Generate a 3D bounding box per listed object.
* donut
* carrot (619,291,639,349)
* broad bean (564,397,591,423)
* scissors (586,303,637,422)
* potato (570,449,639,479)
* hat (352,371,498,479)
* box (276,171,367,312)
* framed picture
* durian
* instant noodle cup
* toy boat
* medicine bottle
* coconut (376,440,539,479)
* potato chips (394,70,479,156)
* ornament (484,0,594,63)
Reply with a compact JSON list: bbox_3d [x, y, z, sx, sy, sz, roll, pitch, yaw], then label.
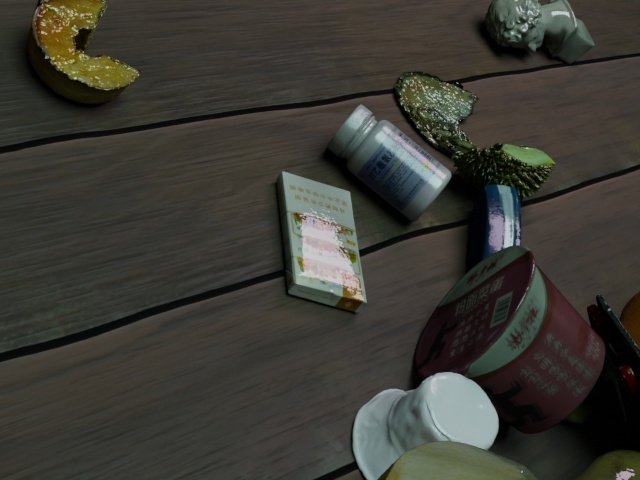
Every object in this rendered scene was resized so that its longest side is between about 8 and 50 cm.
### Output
[{"bbox_3d":[-0.350,-0.269,1.630,0.146,0.078,0.181,-10,66,-42],"label":"donut"},{"bbox_3d":[0.612,0.152,1.923,0.225,0.159,0.159,2,51,-55],"label":"carrot"},{"bbox_3d":[0.376,0.248,1.727,0.083,0.045,0.063,9,49,-42],"label":"broad bean"},{"bbox_3d":[0.438,0.199,1.716,0.247,0.017,0.144,63,5,-59],"label":"scissors"},{"bbox_3d":[0.406,0.382,1.535,0.251,0.159,0.174,-24,46,-39],"label":"potato"},{"bbox_3d":[0.151,0.250,1.484,0.203,0.126,0.203,19,47,-21],"label":"hat"},{"bbox_3d":[0.000,-0.001,1.678,0.122,0.032,0.220,17,43,-26],"label":"box"},{"bbox_3d":[0.493,0.215,1.720,0.244,0.013,0.324,58,5,22],"label":"framed picture"},{"bbox_3d":[0.309,-0.112,1.959,0.221,0.137,0.095,15,63,-51],"label":"durian"},{"bbox_3d":[0.272,0.149,1.612,0.178,0.235,0.234,40,38,-15],"label":"instant noodle cup"},{"bbox_3d":[0.273,0.027,1.819,0.062,0.096,0.299,19,44,-9],"label":"toy boat"},{"bbox_3d":[0.108,-0.125,1.824,0.187,0.103,0.103,40,39,-1],"label":"medicine bottle"},{"bbox_3d":[0.152,0.372,1.230,0.323,0.323,0.323,21,42,-21],"label":"coconut"},{"bbox_3d":[0.228,-0.225,2.077,0.202,0.029,0.220,7,46,-33],"label":"potato chips"},{"bbox_3d":[0.464,-0.457,2.405,0.285,0.120,0.130,-2,53,-41],"label":"ornament"}]
